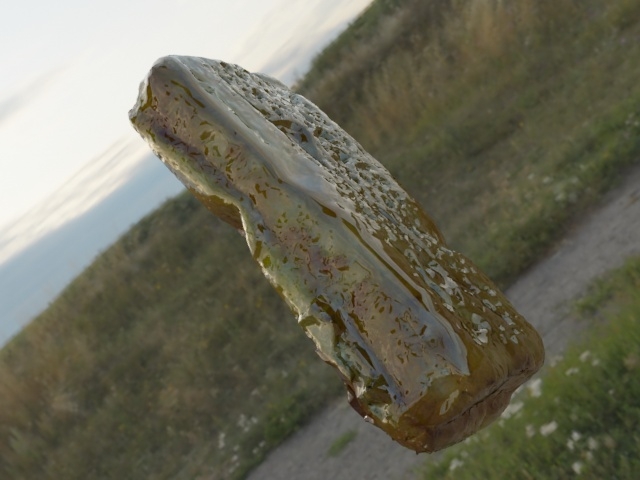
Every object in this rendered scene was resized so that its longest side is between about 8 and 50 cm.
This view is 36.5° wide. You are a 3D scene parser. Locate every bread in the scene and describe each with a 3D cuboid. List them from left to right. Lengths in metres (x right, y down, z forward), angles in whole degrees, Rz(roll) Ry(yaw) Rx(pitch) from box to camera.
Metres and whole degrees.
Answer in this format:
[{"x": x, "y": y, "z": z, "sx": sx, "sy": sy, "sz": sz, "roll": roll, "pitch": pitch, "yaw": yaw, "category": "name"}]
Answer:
[{"x": 0.001, "y": -0.001, "z": 0.550, "sx": 0.077, "sy": 0.271, "sz": 0.139, "roll": -52, "pitch": -23, "yaw": 23, "category": "bread"}]
